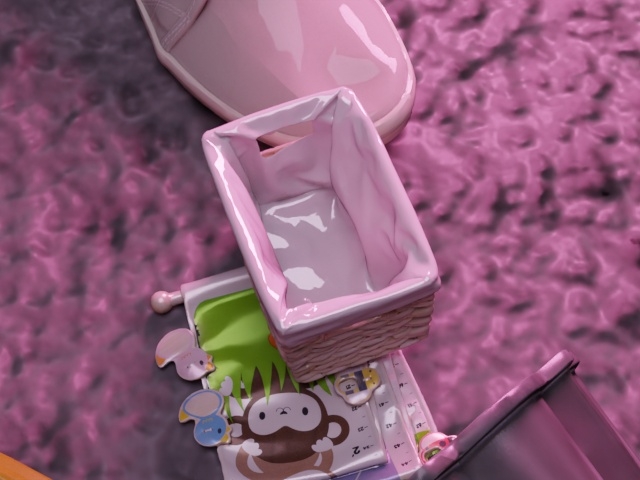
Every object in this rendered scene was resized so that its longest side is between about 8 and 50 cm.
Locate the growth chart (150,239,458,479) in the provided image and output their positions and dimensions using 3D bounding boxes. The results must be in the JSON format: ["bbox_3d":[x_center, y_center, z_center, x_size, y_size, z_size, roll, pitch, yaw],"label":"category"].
[{"bbox_3d":[-0.009,0.105,0.889,0.172,0.021,0.237,-24,61,-11],"label":"growth chart"}]

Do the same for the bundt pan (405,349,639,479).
[{"bbox_3d":[0.054,0.211,0.664,0.331,0.331,0.124,-40,75,-18],"label":"bundt pan"}]

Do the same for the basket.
[{"bbox_3d":[0.000,0.000,0.878,0.113,0.103,0.167,-19,60,-7],"label":"basket"}]

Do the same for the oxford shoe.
[{"bbox_3d":[-0.083,-0.243,1.023,0.169,0.130,0.449,-28,65,-14],"label":"oxford shoe"}]

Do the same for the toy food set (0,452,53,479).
[{"bbox_3d":[-0.231,0.201,0.828,0.218,0.071,0.128,26,42,14],"label":"toy food set"}]
